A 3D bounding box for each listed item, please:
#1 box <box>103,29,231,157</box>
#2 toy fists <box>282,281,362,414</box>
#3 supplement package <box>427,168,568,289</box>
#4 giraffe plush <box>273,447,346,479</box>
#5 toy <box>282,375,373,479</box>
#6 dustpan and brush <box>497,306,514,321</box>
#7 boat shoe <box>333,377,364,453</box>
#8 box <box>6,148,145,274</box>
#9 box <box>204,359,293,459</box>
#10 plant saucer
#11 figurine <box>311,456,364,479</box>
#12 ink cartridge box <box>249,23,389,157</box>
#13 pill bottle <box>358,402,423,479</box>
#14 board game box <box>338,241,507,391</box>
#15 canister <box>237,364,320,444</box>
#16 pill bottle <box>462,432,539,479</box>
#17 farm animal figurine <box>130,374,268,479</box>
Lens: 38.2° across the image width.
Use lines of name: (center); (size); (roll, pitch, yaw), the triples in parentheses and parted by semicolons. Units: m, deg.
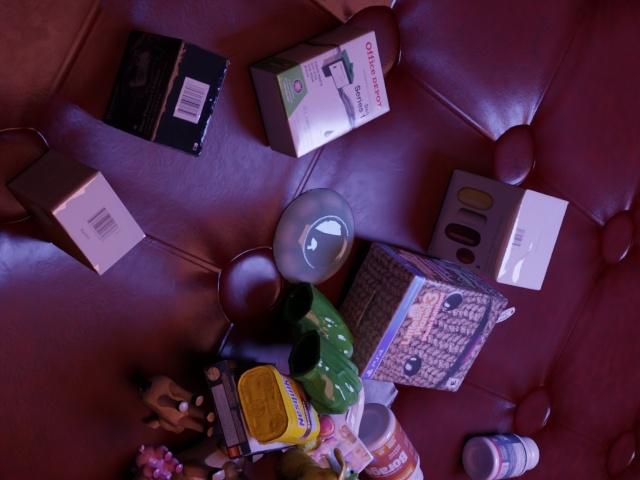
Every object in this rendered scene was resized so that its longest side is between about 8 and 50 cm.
box: (-0.235, -0.224, 1.399); (0.093, 0.158, 0.155); (15, 96, -41)
toy fists: (0.002, 0.203, 1.687); (0.096, 0.279, 0.142); (-38, 119, 16)
supplement package: (0.365, -0.025, 1.917); (0.149, 0.203, 0.194); (12, 97, -40)
giraffe plush: (-0.045, 0.465, 1.614); (0.171, 0.210, 0.181); (-9, 80, -49)
toy: (-0.007, 0.378, 1.792); (0.137, 0.056, 0.237); (-39, 98, -21)
dustpan and brush: (0.345, 0.194, 2.072); (0.211, 0.060, 0.147); (-29, 121, -28)
boat shoe: (0.039, 0.352, 1.866); (0.063, 0.066, 0.184); (14, 86, -46)
box: (-0.360, -0.044, 1.356); (0.091, 0.170, 0.130); (-44, 128, -19)
box: (-0.117, 0.295, 1.629); (0.233, 0.044, 0.159); (25, 44, -69)
plant saucer: (0.000, 0.000, 1.747); (0.195, 0.037, 0.194); (-13, 113, -34)
figurine: (-0.025, 0.544, 1.892); (0.209, 0.092, 0.215); (-53, 129, -6)
ink cartridge box: (0.003, -0.265, 1.617); (0.219, 0.093, 0.160); (-30, 123, -26)
pill bottle: (0.138, 0.453, 1.959); (0.121, 0.121, 0.216); (-44, 127, -18)
board game box: (0.193, 0.160, 1.861); (0.291, 0.141, 0.232); (15, 108, -41)
canister: (-0.067, 0.286, 1.583); (0.073, 0.126, 0.170); (-24, 160, 12)
pill bottle: (0.439, 0.521, 2.233); (0.180, 0.108, 0.107); (4, 103, -40)
farm animal figurine: (-0.243, 0.396, 1.622); (0.327, 0.172, 0.330); (10, 92, -52)
